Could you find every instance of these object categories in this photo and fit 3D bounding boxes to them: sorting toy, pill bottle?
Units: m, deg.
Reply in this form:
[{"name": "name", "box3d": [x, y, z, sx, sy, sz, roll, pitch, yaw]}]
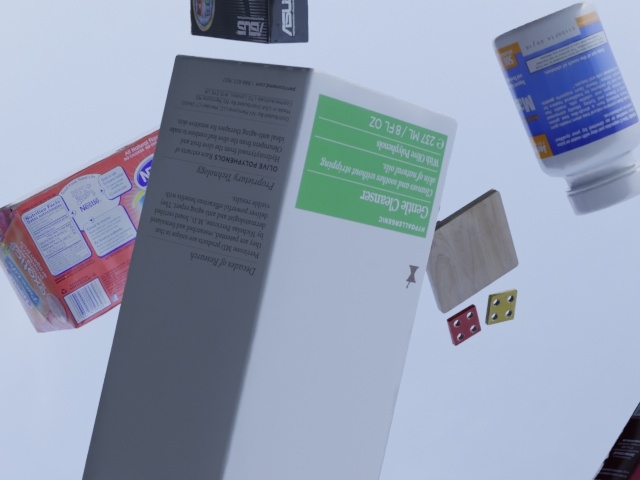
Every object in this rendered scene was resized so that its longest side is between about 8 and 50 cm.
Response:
[{"name": "sorting toy", "box3d": [0.193, 0.015, 1.978, 0.132, 0.275, 0.046, -32, -143, -15]}, {"name": "pill bottle", "box3d": [0.350, -0.178, 2.008, 0.152, 0.272, 0.152, -22, -176, 2]}]

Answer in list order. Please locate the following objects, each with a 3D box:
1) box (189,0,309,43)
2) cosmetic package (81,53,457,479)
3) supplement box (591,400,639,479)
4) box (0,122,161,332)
[{"name": "box", "box3d": [-0.098, -0.369, 1.911, 0.270, 0.060, 0.216, 22, -66, 62]}, {"name": "cosmetic package", "box3d": [-0.040, 0.056, 1.150, 0.155, 0.197, 0.366, 11, -89, 40]}, {"name": "supplement box", "box3d": [0.340, 0.279, 1.497, 0.239, 0.130, 0.073, -55, -167, -15]}, {"name": "box", "box3d": [-0.214, -0.032, 1.670, 0.300, 0.154, 0.142, -33, -169, -28]}]
